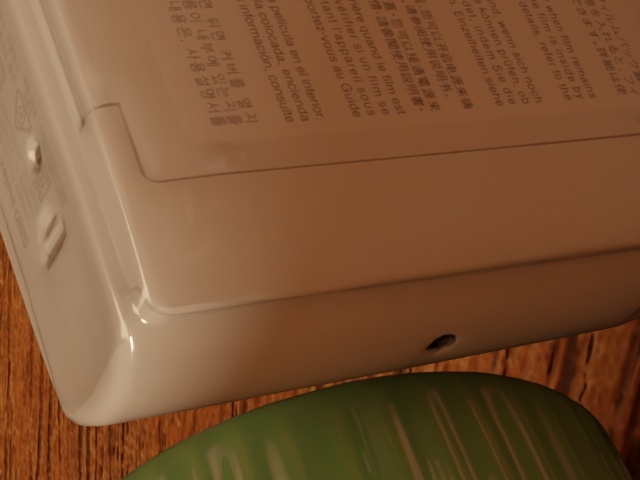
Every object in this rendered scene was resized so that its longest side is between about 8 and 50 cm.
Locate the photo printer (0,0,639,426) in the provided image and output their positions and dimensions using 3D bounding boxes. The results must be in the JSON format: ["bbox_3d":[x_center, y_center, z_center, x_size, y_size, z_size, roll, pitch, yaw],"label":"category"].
[{"bbox_3d":[0.015,-0.071,0.587,0.107,0.307,0.256,-50,56,49],"label":"photo printer"}]

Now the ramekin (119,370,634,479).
[{"bbox_3d":[0.021,0.188,0.632,0.303,0.303,0.148,-60,39,42],"label":"ramekin"}]
